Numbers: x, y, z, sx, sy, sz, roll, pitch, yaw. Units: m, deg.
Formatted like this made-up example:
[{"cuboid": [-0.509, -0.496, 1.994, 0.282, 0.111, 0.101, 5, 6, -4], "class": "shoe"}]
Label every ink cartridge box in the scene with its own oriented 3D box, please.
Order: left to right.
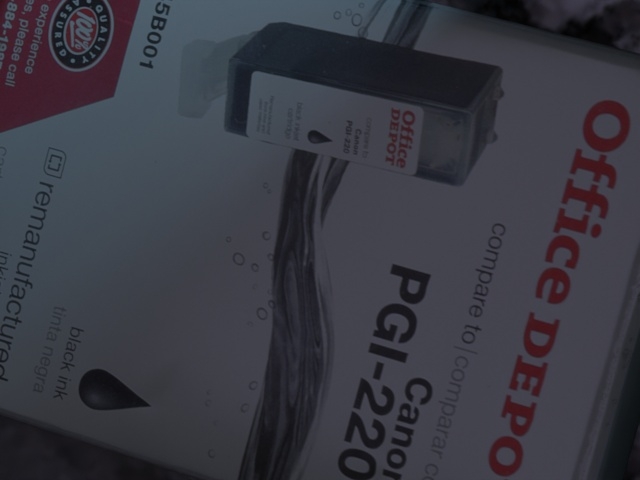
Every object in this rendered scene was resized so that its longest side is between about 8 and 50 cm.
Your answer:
[{"cuboid": [0.000, 0.000, 0.567, 0.217, 0.092, 0.159, 15, 93, 13], "class": "ink cartridge box"}]
